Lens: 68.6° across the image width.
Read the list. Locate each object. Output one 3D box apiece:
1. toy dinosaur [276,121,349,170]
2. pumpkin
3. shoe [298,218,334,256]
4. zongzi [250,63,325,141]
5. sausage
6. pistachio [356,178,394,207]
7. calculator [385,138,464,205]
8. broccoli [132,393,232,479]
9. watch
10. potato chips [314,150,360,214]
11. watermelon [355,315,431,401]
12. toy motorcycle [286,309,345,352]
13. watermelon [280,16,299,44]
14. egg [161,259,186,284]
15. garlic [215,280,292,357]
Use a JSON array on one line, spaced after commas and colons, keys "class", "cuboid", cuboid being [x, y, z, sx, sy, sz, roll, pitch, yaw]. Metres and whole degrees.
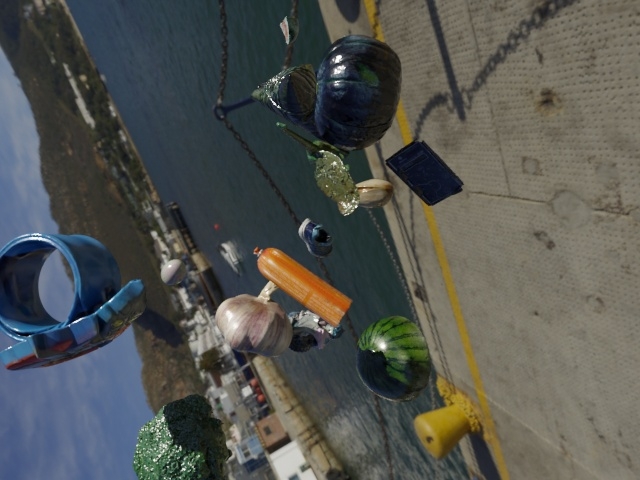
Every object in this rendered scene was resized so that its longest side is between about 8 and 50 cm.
[{"class": "toy dinosaur", "cuboid": [-0.053, -0.308, 1.584, 0.447, 0.301, 0.087, -163, 87, -71]}, {"class": "pumpkin", "cuboid": [0.115, -0.475, 1.530, 0.363, 0.266, 0.363, -173, 90, -80]}, {"class": "shoe", "cuboid": [0.000, 0.000, 1.794, 0.106, 0.091, 0.207, 17, 157, 34]}, {"class": "zongzi", "cuboid": [-0.122, -0.644, 1.996, 0.383, 0.319, 0.362, 57, 180, 28]}, {"class": "sausage", "cuboid": [-0.059, 0.117, 1.308, 0.312, 0.093, 0.093, 35, 159, 8]}, {"class": "pistachio", "cuboid": [0.229, -0.213, 2.141, 0.144, 0.215, 0.143, -10, -90, -74]}, {"class": "calculator", "cuboid": [0.377, -0.239, 1.686, 0.274, 0.028, 0.166, 39, 133, -23]}, {"class": "broccoli", "cuboid": [-0.328, 0.533, 1.155, 0.245, 0.265, 0.294, 49, -133, -51]}, {"class": "watch", "cuboid": [-0.536, 0.101, 0.999, 0.274, 0.305, 0.241, 61, -172, 9]}, {"class": "potato chips", "cuboid": [0.040, -0.169, 1.375, 0.142, 0.026, 0.209, -17, 90, 46]}, {"class": "watermelon", "cuboid": [0.240, 0.458, 1.776, 0.331, 0.190, 0.330, -13, 75, 61]}, {"class": "toy motorcycle", "cuboid": [-0.017, 0.312, 1.632, 0.239, 0.204, 0.108, -103, 12, -54]}, {"class": "watermelon", "cuboid": [-0.105, -0.677, 1.508, 0.061, 0.085, 0.085, 26, 150, 18]}, {"class": "egg", "cuboid": [-0.649, 0.140, 2.078, 0.135, 0.103, 0.103, -47, 64, 33]}, {"class": "garlic", "cuboid": [-0.172, 0.213, 1.422, 0.245, 0.253, 0.245, 27, 179, 0]}]
